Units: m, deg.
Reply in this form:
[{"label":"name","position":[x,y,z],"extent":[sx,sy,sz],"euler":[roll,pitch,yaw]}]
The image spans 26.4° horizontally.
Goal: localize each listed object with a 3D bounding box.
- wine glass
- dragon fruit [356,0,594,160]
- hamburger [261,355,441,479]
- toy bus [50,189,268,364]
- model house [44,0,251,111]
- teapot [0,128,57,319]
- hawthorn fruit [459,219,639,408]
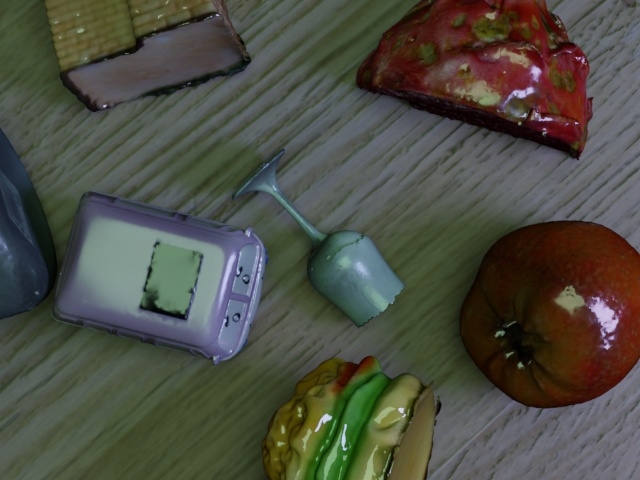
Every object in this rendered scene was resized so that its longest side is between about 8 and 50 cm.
[{"label":"wine glass","position":[0.000,0.000,1.425],"extent":[0.079,0.079,0.195],"euler":[-43,91,-5]},{"label":"dragon fruit","position":[0.185,-0.214,1.426],"extent":[0.262,0.134,0.212],"euler":[13,83,-4]},{"label":"hamburger","position":[0.017,0.228,1.352],"extent":[0.148,0.237,0.237],"euler":[15,86,14]},{"label":"toy bus","position":[-0.160,0.038,1.378],"extent":[0.202,0.142,0.142],"euler":[14,86,-4]},{"label":"model house","position":[-0.189,-0.249,1.394],"extent":[0.182,0.166,0.172],"euler":[-19,78,4]},{"label":"teapot","position":[-0.412,0.042,1.327],"extent":[0.285,0.223,0.305],"euler":[-22,85,2]},{"label":"hawthorn fruit","position":[0.264,0.066,1.407],"extent":[0.225,0.196,0.197],"euler":[-25,89,-36]}]
